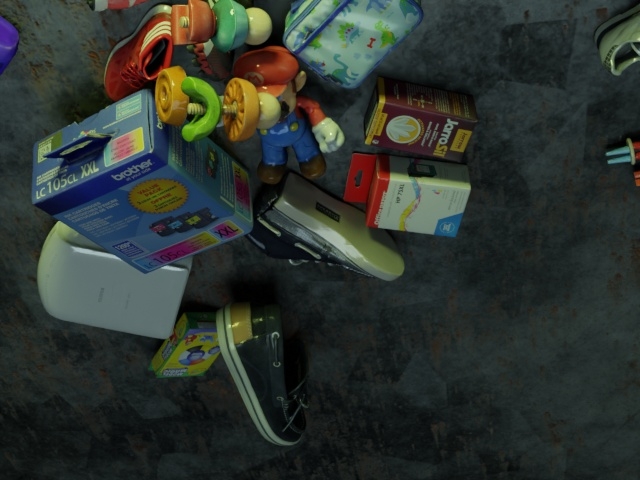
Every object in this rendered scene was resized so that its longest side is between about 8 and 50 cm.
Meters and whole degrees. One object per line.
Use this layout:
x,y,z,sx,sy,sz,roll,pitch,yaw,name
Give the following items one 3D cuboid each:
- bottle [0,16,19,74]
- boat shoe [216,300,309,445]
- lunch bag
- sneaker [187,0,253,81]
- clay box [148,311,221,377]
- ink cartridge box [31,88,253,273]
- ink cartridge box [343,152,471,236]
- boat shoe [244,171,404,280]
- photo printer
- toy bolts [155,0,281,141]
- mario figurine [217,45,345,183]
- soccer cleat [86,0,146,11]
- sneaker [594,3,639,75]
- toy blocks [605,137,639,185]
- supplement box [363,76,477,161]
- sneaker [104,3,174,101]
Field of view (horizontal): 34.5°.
-0.649,-0.291,1.843,0.118,0.092,0.283,30,127,-24,bottle
-0.096,0.308,2.328,0.155,0.187,0.500,-14,137,5,boat shoe
0.051,-0.378,1.757,0.176,0.090,0.219,35,124,-25,lunch bag
-0.163,-0.387,1.741,0.135,0.098,0.276,-1,132,4,sneaker
-0.294,0.247,2.344,0.127,0.053,0.222,2,138,-36,clay box
-0.341,-0.112,1.898,0.270,0.151,0.395,-22,145,21,ink cartridge box
0.167,-0.090,2.031,0.231,0.078,0.134,6,133,-4,ink cartridge box
0.000,0.000,2.104,0.340,0.127,0.158,35,131,-18,boat shoe
-0.441,0.079,2.178,0.307,0.107,0.256,13,132,-11,photo printer
-0.163,-0.281,1.688,0.158,0.218,0.229,-3,101,-28,toy bolts
-0.083,-0.203,1.843,0.198,0.170,0.321,-36,147,-11,mario figurine
-0.321,-0.516,1.636,0.116,0.109,0.318,-9,134,-21,soccer cleat
0.581,-0.370,1.752,0.090,0.095,0.235,36,123,-26,sneaker
0.630,-0.150,1.985,0.148,0.054,0.123,-11,132,11,toy blocks
0.183,-0.223,1.904,0.188,0.081,0.104,10,132,-9,supplement box
-0.324,-0.302,1.802,0.087,0.128,0.221,25,127,-20,sneaker
